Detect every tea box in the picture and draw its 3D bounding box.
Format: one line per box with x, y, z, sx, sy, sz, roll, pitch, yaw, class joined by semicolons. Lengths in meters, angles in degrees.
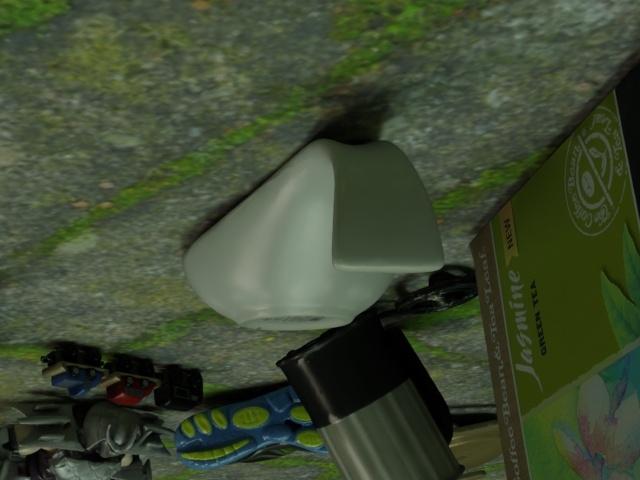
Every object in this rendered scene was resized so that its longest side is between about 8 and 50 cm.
0.299;0.038;0.701;0.329;0.220;0.323;1;156;-17;tea box

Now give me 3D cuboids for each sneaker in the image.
-0.033;0.158;1.123;0.188;0.067;0.078;-11;178;6;sneaker

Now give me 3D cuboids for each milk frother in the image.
0.066;0.107;0.914;0.129;0.134;0.143;-29;179;-40;milk frother

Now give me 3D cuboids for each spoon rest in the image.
0.000;0.000;0.740;0.137;0.084;0.276;1;170;-15;spoon rest

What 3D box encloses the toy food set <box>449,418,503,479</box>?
0.132;0.206;1.313;0.132;0.038;0.192;-8;153;-14;toy food set

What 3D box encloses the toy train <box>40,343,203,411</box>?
-0.150;0.109;0.989;0.027;0.036;0.158;-23;152;35;toy train

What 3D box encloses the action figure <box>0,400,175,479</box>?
-0.247;0.210;1.133;0.285;0.099;0.185;-29;140;36;action figure
